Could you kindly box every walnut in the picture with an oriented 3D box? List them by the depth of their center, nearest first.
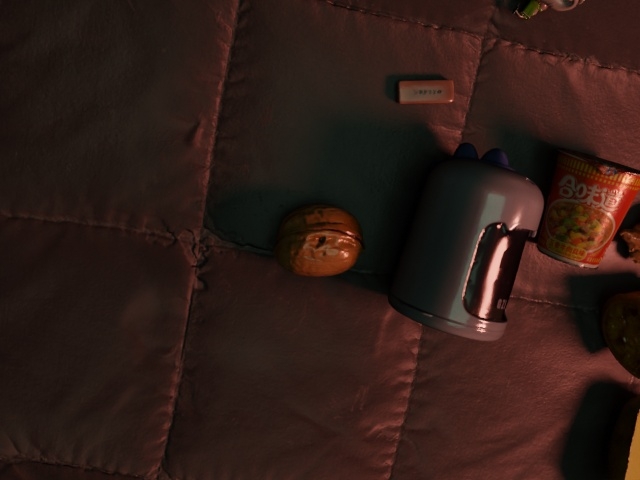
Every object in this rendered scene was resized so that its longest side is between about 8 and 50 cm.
[{"bbox_3d":[0.000,0.000,1.321,0.180,0.144,0.144,5,99,0],"label":"walnut"}]

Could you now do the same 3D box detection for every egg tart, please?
[{"bbox_3d":[0.717,0.184,1.439,0.147,0.202,0.202,-21,103,-22],"label":"egg tart"}]

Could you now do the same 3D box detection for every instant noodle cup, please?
[{"bbox_3d":[0.537,-0.061,1.371,0.193,0.193,0.212,13,106,-10],"label":"instant noodle cup"}]

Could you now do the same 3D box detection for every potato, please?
[{"bbox_3d":[0.712,0.465,1.517,0.160,0.111,0.271,9,91,-23],"label":"potato"}]

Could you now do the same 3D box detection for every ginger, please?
[{"bbox_3d":[0.743,0.018,1.470,0.133,0.059,0.214,-46,104,-7],"label":"ginger"}]

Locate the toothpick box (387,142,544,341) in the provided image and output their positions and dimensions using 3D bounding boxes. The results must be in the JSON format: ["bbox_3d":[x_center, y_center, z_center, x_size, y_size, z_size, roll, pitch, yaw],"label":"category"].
[{"bbox_3d":[0.280,-0.011,1.317,0.263,0.263,0.354,16,97,-11],"label":"toothpick box"}]

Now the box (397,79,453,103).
[{"bbox_3d":[0.210,-0.297,1.351,0.115,0.025,0.048,-2,102,-8],"label":"box"}]

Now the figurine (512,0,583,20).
[{"bbox_3d":[0.446,-0.505,1.300,0.192,0.147,0.126,11,80,-28],"label":"figurine"}]
